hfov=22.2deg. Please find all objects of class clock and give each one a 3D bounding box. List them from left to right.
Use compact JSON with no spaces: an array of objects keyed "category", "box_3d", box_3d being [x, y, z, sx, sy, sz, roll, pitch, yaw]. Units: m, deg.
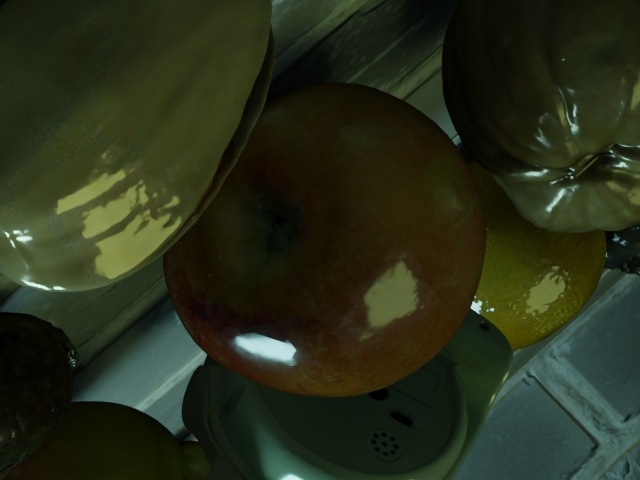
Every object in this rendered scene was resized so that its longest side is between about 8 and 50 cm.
[{"category":"clock","box_3d":[0.017,0.149,1.471,0.108,0.265,0.324,-59,-178,43]}]

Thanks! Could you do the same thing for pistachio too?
[{"category":"pistachio","box_3d":[-0.113,-0.079,0.898,0.229,0.157,0.157,-51,168,-18]}]

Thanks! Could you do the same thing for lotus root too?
[{"category":"lotus root","box_3d":[-0.253,0.118,1.142,0.209,0.120,0.120,-30,160,-42]}]

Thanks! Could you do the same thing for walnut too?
[{"category":"walnut","box_3d":[0.233,-0.162,1.325,0.285,0.285,0.296,-41,145,-9]}]

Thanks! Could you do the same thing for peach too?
[{"category":"peach","box_3d":[-0.211,0.248,1.396,0.231,0.231,0.231,-40,164,-13]}]

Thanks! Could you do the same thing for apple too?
[{"category":"apple","box_3d":[-0.151,0.286,1.855,0.114,0.102,0.099,-33,163,-30]},{"category":"apple","box_3d":[0.000,0.000,1.257,0.253,0.253,0.253,-40,164,-13]}]

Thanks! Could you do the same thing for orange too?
[{"category":"orange","box_3d":[0.197,0.015,1.797,0.236,0.236,0.236,-40,164,-13]}]

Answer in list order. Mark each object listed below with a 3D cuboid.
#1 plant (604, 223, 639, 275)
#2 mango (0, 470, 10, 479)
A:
[{"category":"plant","box_3d":[0.381,-0.058,1.888,0.213,0.312,0.215,-28,162,-34]},{"category":"mango","box_3d":[-0.300,0.168,1.258,0.187,0.066,0.101,-18,151,-39]}]
